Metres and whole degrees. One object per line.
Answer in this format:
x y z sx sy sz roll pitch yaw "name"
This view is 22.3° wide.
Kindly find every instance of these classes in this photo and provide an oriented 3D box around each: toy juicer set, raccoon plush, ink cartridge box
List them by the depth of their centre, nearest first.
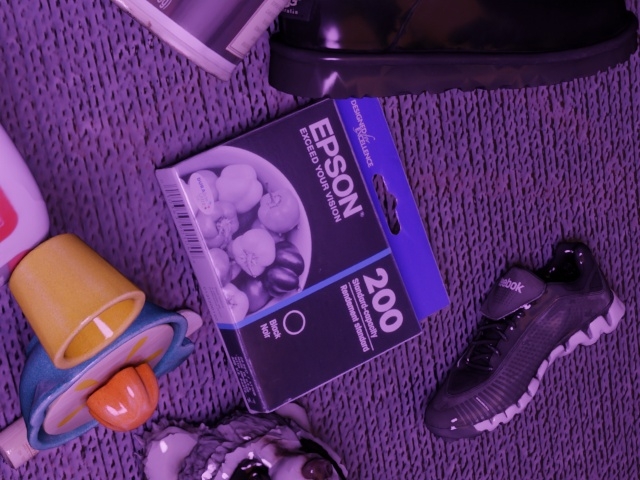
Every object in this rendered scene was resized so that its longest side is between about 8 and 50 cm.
-0.175 0.115 1.102 0.209 0.089 0.329 -42 166 -1 "toy juicer set"
0.000 0.000 1.268 0.208 0.045 0.206 -27 102 -27 "ink cartridge box"
-0.093 0.337 1.304 0.216 0.299 0.446 6 134 -51 "raccoon plush"

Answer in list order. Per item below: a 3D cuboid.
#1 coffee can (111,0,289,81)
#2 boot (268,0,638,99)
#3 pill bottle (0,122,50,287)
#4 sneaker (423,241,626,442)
-0.050 -0.267 1.014 0.201 0.201 0.275 35 97 -37 "coffee can"
0.112 -0.250 1.242 0.348 0.131 0.260 -9 110 -32 "boot"
-0.358 0.030 0.951 0.363 0.210 0.210 -40 123 -19 "pill bottle"
0.168 0.079 1.425 0.234 0.078 0.106 -36 119 -25 "sneaker"
